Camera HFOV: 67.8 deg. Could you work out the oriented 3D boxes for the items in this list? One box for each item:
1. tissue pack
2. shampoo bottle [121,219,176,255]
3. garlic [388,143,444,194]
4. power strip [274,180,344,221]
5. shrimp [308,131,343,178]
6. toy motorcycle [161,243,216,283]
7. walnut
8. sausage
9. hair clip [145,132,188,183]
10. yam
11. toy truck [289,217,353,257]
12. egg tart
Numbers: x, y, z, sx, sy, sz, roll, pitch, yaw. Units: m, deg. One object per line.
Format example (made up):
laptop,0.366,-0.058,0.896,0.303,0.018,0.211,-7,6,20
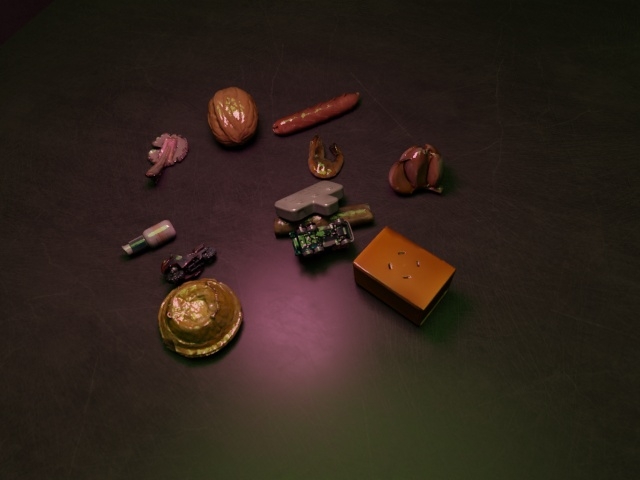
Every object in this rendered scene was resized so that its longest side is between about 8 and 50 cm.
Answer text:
tissue pack,0.268,0.119,1.570,0.274,0.145,0.194,34,62,25
shampoo bottle,-0.630,-0.004,1.754,0.192,0.074,0.074,-30,59,-17
garlic,0.368,-0.278,1.836,0.213,0.191,0.160,-6,29,14
power strip,-0.016,-0.143,1.750,0.264,0.059,0.193,-29,34,-33
shrimp,0.024,-0.360,1.969,0.145,0.059,0.255,3,56,2
toy motorcycle,-0.472,0.078,1.685,0.122,0.082,0.213,23,44,31
walnut,-0.367,-0.518,2.014,0.224,0.225,0.261,-11,68,-4
sausage,-0.008,-0.558,2.094,0.432,0.088,0.088,-25,58,-13
hair clip,-0.657,-0.339,1.989,0.172,0.069,0.301,4,46,5
yam,0.010,-0.074,1.762,0.371,0.083,0.083,-10,55,-2
toy truck,0.000,0.000,1.684,0.215,0.116,0.110,-13,73,-15
egg tart,-0.400,0.238,1.550,0.289,0.115,0.291,-3,56,4
